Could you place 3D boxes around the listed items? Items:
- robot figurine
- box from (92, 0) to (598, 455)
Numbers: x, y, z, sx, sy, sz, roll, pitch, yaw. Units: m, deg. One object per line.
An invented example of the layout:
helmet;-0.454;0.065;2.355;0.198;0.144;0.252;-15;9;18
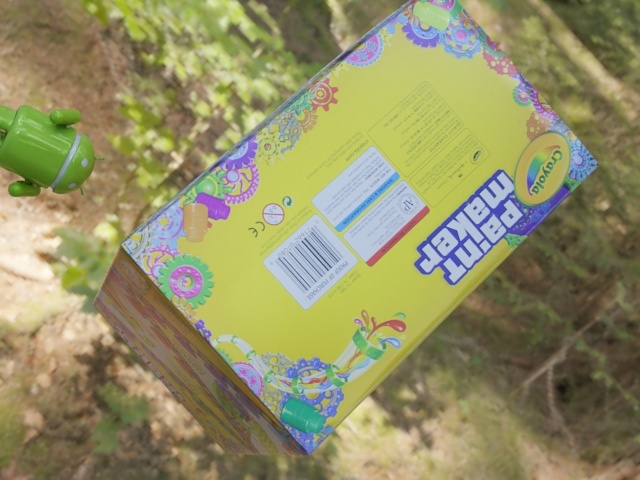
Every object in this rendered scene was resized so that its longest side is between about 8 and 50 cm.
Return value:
robot figurine;-0.273;-0.089;1.048;0.115;0.101;0.067;28;14;-21
box;0.000;0.000;0.813;0.177;0.290;0.279;48;-18;-3
